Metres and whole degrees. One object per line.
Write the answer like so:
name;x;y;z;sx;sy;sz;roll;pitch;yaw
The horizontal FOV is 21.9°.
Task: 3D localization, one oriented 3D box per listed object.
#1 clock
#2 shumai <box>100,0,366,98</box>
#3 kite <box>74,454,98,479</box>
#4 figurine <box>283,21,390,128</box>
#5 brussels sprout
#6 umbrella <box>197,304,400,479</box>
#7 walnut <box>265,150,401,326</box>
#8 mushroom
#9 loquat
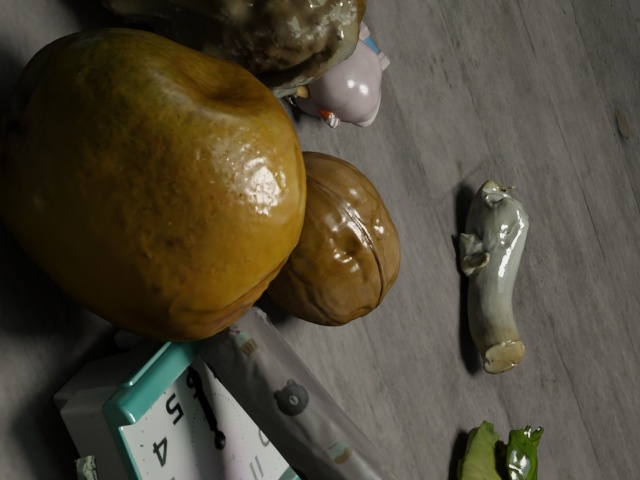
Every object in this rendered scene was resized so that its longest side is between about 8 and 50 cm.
clock;-0.131;0.188;1.588;0.262;0.116;0.231;-48;124;-53
shumai;-0.103;-0.299;1.644;0.262;0.267;0.314;40;6;-42
kite;-0.191;0.293;1.429;0.229;0.012;0.250;-12;118;-29
figurine;0.028;-0.203;1.995;0.137;0.112;0.229;63;23;-11
brussels sprout;0.235;0.319;2.137;0.139;0.100;0.181;63;30;-43
umbrella;0.016;0.204;1.526;0.337;0.067;0.073;50;45;2
walnut;0.000;0.000;1.816;0.207;0.167;0.167;60;35;-23
mushroom;0.240;0.048;2.248;0.099;0.096;0.278;31;57;-48
loquat;-0.156;-0.049;1.484;0.283;0.276;0.276;24;54;-20
